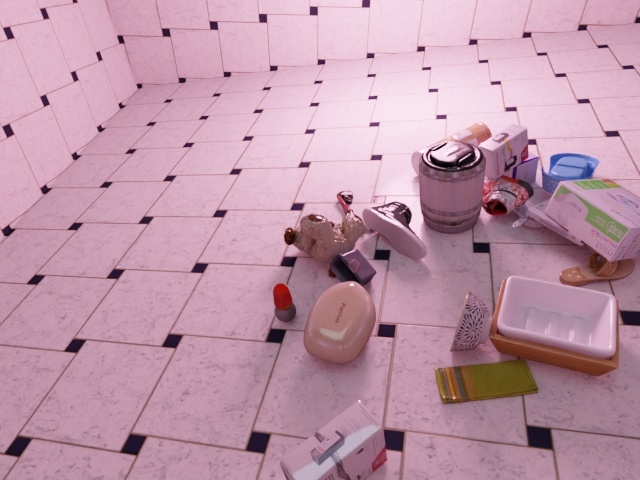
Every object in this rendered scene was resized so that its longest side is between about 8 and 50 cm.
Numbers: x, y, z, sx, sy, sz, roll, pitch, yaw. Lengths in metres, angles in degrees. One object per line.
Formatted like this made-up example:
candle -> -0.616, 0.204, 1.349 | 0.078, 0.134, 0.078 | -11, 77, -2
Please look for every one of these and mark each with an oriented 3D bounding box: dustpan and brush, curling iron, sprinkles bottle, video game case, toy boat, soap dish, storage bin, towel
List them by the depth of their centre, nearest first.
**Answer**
towel -> 0.417, 0.354, 1.208 | 0.236, 0.021, 0.102 | -8, 40, 4
soap dish -> 0.611, 0.221, 1.248 | 0.290, 0.118, 0.229 | 10, 43, 24
toy boat -> 0.003, 0.222, 1.393 | 0.317, 0.148, 0.268 | 17, 51, 20
storage bin -> 0.112, 0.090, 1.526 | 0.091, 0.098, 0.135 | -27, 68, -34
video game case -> 0.839, -0.078, 1.583 | 0.226, 0.026, 0.206 | -21, 45, -30
dustpan and brush -> 0.718, -0.078, 1.632 | 0.211, 0.060, 0.147 | -35, 44, -27
curling iron -> 0.121, -0.116, 1.842 | 0.068, 0.035, 0.274 | -15, 39, -4
sprinkles bottle -> 0.552, -0.381, 1.996 | 0.355, 0.121, 0.121 | -26, 41, -19

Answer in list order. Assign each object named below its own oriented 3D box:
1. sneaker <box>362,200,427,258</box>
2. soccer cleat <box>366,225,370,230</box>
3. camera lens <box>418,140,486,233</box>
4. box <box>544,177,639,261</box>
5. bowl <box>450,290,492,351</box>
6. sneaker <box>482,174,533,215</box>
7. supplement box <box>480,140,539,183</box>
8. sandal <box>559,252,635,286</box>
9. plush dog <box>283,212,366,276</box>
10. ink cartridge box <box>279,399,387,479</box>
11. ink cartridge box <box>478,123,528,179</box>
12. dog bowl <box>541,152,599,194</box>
sneaker -> 0.295, -0.052, 1.670 | 0.146, 0.105, 0.295 | -24, 45, -28
soccer cleat -> 0.200, -0.065, 1.769 | 0.083, 0.029, 0.035 | -34, 53, -22
camera lens -> 0.457, -0.191, 1.662 | 0.219, 0.275, 0.220 | -7, 39, 5
box -> 0.870, -0.069, 1.440 | 0.230, 0.127, 0.262 | -5, 38, -25
bowl -> 0.406, 0.226, 1.259 | 0.080, 0.170, 0.170 | 18, 46, 19
sneaker -> 0.621, -0.174, 1.737 | 0.145, 0.090, 0.270 | -37, 32, -14
supplement box -> 0.736, -0.309, 1.871 | 0.113, 0.111, 0.220 | -20, 40, -11
sandal -> 0.833, 0.069, 1.410 | 0.239, 0.079, 0.088 | -15, 39, -4
plush dog -> 0.000, 0.000, 1.651 | 0.262, 0.211, 0.225 | -3, 14, -37
ink cartridge box -> 0.034, 0.479, 1.036 | 0.217, 0.159, 0.092 | -29, 43, -20
ink cartridge box -> 0.661, -0.318, 1.715 | 0.175, 0.128, 0.072 | -33, 39, -15
dog bowl -> 0.907, -0.242, 1.736 | 0.165, 0.074, 0.297 | 16, 33, 32
